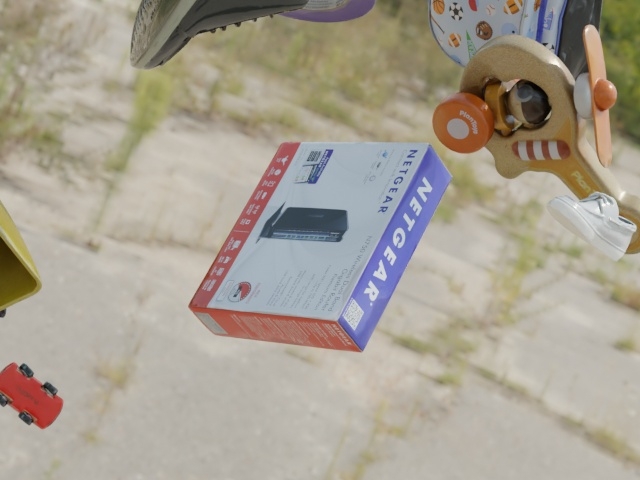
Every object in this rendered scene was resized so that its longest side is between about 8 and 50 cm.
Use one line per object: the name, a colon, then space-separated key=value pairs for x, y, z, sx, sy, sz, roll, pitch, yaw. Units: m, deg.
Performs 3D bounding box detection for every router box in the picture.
router box: x=0.000 y=0.000 z=2.303 sx=0.301 sy=0.335 sz=0.082 roll=3 pitch=-37 yaw=40

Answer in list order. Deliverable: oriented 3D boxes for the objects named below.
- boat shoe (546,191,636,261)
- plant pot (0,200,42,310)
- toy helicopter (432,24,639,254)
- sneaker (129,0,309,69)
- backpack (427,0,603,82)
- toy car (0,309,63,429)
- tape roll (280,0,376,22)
boat shoe: x=0.340 y=-0.027 z=1.866 sx=0.184 sy=0.063 sz=0.066 roll=29 pitch=7 yaw=-48
plant pot: x=-0.445 y=-0.030 z=1.601 sx=0.212 sy=0.212 sz=0.187 roll=61 pitch=4 yaw=-45
toy helicopter: x=0.339 y=-0.131 z=2.038 sx=0.355 sy=0.235 sz=0.140 roll=48 pitch=42 yaw=-7
sneaker: x=-0.092 y=-0.223 z=1.458 sx=0.118 sy=0.222 sz=0.083 roll=17 pitch=51 yaw=-29
backpack: x=0.274 y=-0.355 z=2.232 sx=0.213 sy=0.277 sz=0.263 roll=-10 pitch=30 yaw=-37
toy car: x=-0.452 y=0.129 z=2.006 sx=0.239 sy=0.225 sz=0.053 roll=7 pitch=-2 yaw=-23
tape roll: x=-0.019 y=-0.334 z=1.783 sx=0.189 sy=0.080 sz=0.189 roll=11 pitch=-18 yaw=4
